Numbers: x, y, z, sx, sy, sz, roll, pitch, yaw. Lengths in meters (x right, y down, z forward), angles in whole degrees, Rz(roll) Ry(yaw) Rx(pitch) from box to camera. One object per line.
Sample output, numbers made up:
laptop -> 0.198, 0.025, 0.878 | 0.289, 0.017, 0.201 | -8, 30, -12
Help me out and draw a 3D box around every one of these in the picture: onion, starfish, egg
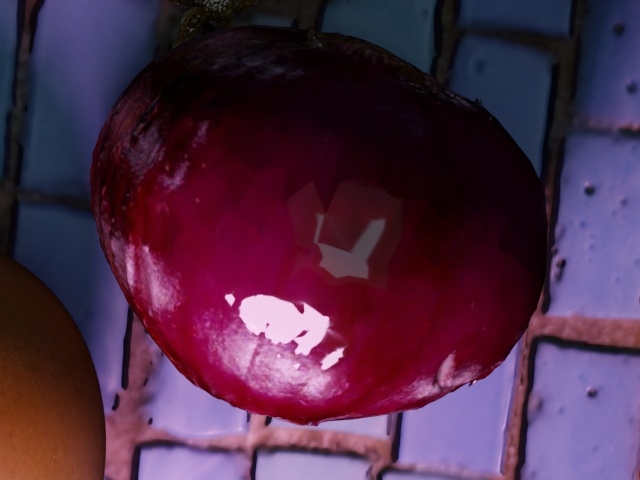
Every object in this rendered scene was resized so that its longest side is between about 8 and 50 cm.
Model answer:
onion -> 0.000, 0.000, 1.075 | 0.337, 0.260, 0.281 | 26, 101, -16
starfish -> -0.074, -0.192, 1.156 | 0.130, 0.041, 0.133 | -16, 99, -8
egg -> -0.276, 0.153, 1.061 | 0.250, 0.250, 0.322 | -7, 104, -8
